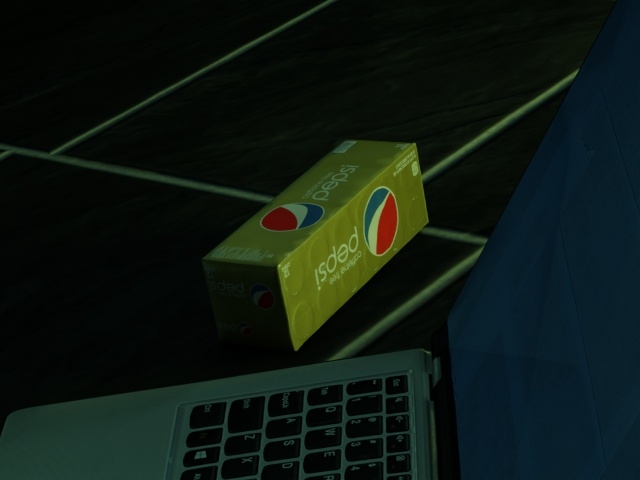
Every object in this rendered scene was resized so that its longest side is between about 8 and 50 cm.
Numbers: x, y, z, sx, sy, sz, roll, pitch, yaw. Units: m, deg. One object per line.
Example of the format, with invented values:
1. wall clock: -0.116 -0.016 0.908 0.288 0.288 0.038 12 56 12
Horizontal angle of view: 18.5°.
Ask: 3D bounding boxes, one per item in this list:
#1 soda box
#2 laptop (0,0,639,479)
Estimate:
1. soda box: 0.000 0.000 1.251 0.058 0.061 0.181 6 30 32
2. laptop: -0.010 0.061 0.922 0.408 0.236 0.382 -9 24 6
